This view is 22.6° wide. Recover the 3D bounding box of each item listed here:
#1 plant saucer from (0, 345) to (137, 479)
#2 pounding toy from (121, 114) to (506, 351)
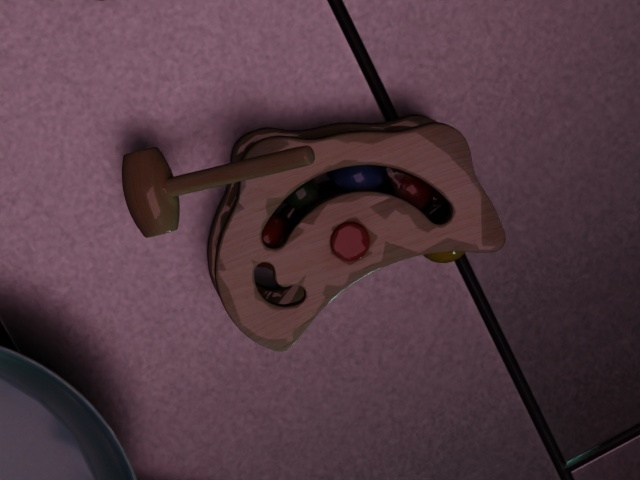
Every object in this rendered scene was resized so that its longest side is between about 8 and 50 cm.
[{"bbox_3d":[-0.283,0.214,1.129,0.317,0.044,0.318,-2,101,-10],"label":"plant saucer"},{"bbox_3d":[0.000,0.000,1.135,0.269,0.155,0.154,-6,100,-8],"label":"pounding toy"}]
